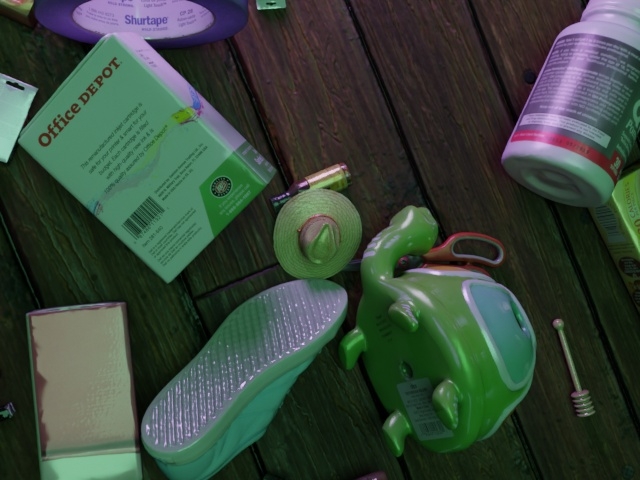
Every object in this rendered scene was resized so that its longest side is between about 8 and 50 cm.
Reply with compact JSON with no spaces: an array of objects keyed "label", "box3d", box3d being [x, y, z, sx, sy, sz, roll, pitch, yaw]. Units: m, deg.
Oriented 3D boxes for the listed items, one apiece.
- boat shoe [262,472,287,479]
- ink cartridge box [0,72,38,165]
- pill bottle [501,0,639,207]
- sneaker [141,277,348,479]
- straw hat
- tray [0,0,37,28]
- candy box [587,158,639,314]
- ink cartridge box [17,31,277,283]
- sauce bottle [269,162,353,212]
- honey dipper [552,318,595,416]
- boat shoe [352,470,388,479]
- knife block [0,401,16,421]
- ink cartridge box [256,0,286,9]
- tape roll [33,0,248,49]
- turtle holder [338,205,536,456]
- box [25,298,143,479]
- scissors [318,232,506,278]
[{"label":"boat shoe","box3d":[-0.083,0.405,1.184,0.042,0.049,0.133,19,91,21]},{"label":"ink cartridge box","box3d":[-0.445,-0.170,1.136,0.062,0.029,0.115,22,81,-11]},{"label":"pill bottle","box3d":[0.424,-0.227,1.268,0.176,0.176,0.319,28,81,-10]},{"label":"sneaker","box3d":[-0.098,0.200,1.167,0.366,0.150,0.135,-38,54,-26]},{"label":"straw hat","box3d":[0.000,0.000,1.193,0.144,0.061,0.145,-2,105,-8]},{"label":"tray","box3d":[-0.551,-0.474,1.106,0.410,0.076,0.203,23,82,-10]},{"label":"candy box","box3d":[0.586,0.017,1.338,0.182,0.087,0.317,-28,94,-13]},{"label":"ink cartridge box","box3d":[-0.230,-0.115,1.105,0.278,0.117,0.201,45,104,-7]},{"label":"sauce bottle","box3d":[-0.015,-0.077,1.226,0.128,0.042,0.042,-25,93,-9]},{"label":"honey dipper","box3d":[0.406,0.205,1.318,0.030,0.030,0.161,-17,87,-14]},{"label":"boat shoe","box3d":[0.118,0.504,1.187,0.123,0.123,0.342,-22,86,-12]},{"label":"knife block","box3d":[-0.560,0.224,1.070,0.275,0.242,0.088,-7,86,31]},{"label":"ink cartridge box","box3d":[-0.078,-0.397,1.235,0.048,0.028,0.083,-9,89,-13]},{"label":"tape roll","box3d":[-0.233,-0.332,1.069,0.274,0.275,0.090,-2,88,-13]},{"label":"turtle holder","box3d":[0.167,0.136,1.182,0.227,0.243,0.320,-19,53,-30]},{"label":"box","box3d":[-0.311,0.200,1.085,0.126,0.148,0.233,-6,89,-14]},{"label":"scissors","box3d":[0.147,0.024,1.270,0.296,0.021,0.109,11,93,-10]}]
